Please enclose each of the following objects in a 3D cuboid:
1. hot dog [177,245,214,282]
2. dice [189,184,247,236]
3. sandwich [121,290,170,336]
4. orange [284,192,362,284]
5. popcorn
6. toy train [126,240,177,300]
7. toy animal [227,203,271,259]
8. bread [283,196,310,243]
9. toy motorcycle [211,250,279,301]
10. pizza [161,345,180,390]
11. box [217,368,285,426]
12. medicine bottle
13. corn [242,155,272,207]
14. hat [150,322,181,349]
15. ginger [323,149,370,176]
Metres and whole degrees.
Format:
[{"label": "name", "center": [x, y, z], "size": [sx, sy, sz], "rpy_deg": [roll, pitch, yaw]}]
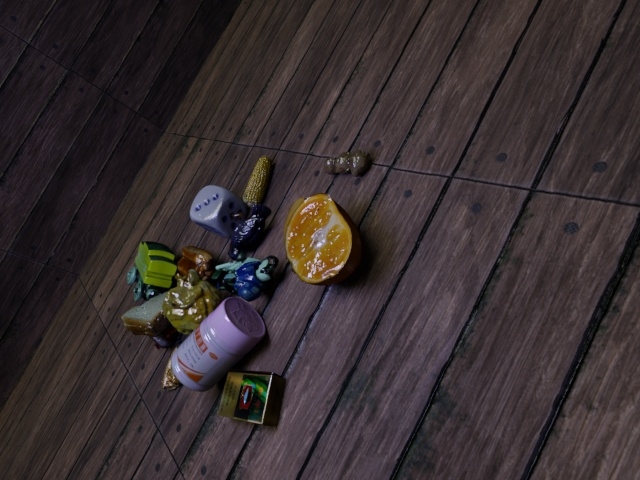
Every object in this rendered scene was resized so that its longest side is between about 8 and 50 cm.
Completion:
[{"label": "hot dog", "center": [-0.582, 0.115, 1.919], "size": [0.349, 0.117, 0.158], "rpy_deg": [9, 81, 58]}, {"label": "dice", "center": [-0.472, -0.134, 1.893], "size": [0.193, 0.194, 0.192], "rpy_deg": [17, 77, 30]}, {"label": "sandwich", "center": [-0.740, 0.314, 1.862], "size": [0.254, 0.100, 0.288], "rpy_deg": [-4, 30, 38]}, {"label": "orange", "center": [0.003, -0.003, 1.337], "size": [0.310, 0.274, 0.274], "rpy_deg": [43, 99, 14]}, {"label": "popcorn", "center": [-0.520, 0.248, 1.630], "size": [0.233, 0.192, 0.266], "rpy_deg": [-18, 79, 8]}, {"label": "toy train", "center": [-0.862, 0.154, 2.085], "size": [0.442, 0.179, 0.272], "rpy_deg": [26, 98, 56]}, {"label": "toy animal", "center": [-0.323, -0.041, 1.772], "size": [0.298, 0.122, 0.185], "rpy_deg": [-35, 41, 34]}, {"label": "bread", "center": [-0.077, -0.072, 1.571], "size": [0.147, 0.098, 0.217], "rpy_deg": [-9, 61, 37]}, {"label": "toy motorcycle", "center": [-0.298, 0.148, 1.602], "size": [0.331, 0.125, 0.196], "rpy_deg": [-9, 44, 45]}, {"label": "pizza", "center": [-0.612, 0.559, 1.726], "size": [0.161, 0.062, 0.182], "rpy_deg": [15, 75, 42]}, {"label": "box", "center": [-0.236, 0.527, 1.371], "size": [0.240, 0.071, 0.159], "rpy_deg": [-12, 55, 39]}, {"label": "medicine bottle", "center": [-0.377, 0.382, 1.499], "size": [0.316, 0.202, 0.202], "rpy_deg": [-46, 42, 13]}, {"label": "corn", "center": [-0.291, -0.277, 1.908], "size": [0.091, 0.091, 0.260], "rpy_deg": [115, 171, -71]}, {"label": "hat", "center": [-0.687, 0.398, 1.887], "size": [0.227, 0.129, 0.140], "rpy_deg": [-40, 13, -6]}, {"label": "ginger", "center": [0.094, -0.293, 1.552], "size": [0.204, 0.080, 0.104], "rpy_deg": [8, 77, 44]}]
